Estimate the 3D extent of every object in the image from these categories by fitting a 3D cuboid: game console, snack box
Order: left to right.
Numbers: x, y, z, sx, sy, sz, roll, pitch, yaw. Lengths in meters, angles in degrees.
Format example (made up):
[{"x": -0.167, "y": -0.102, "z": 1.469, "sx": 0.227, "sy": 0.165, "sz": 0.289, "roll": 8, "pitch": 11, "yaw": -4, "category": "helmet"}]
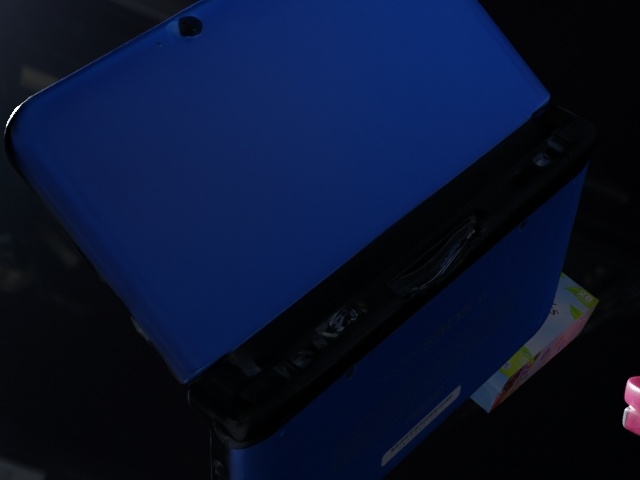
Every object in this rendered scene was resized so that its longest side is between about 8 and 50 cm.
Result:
[{"x": 0.000, "y": 0.000, "z": 0.718, "sx": 0.173, "sy": 0.293, "sz": 0.250, "roll": 35, "pitch": -36, "yaw": 27, "category": "game console"}, {"x": 0.197, "y": 0.081, "z": 1.508, "sx": 0.174, "sy": 0.207, "sz": 0.070, "roll": 39, "pitch": -47, "yaw": 19, "category": "snack box"}]

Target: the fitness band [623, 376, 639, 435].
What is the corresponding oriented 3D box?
[{"x": 0.466, "y": 0.212, "z": 1.433, "sx": 0.209, "sy": 0.054, "sz": 0.291, "roll": 8, "pitch": 7, "yaw": -24, "category": "fitness band"}]
